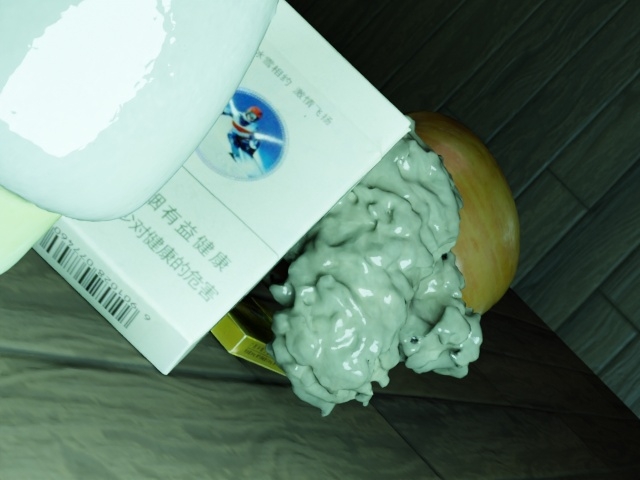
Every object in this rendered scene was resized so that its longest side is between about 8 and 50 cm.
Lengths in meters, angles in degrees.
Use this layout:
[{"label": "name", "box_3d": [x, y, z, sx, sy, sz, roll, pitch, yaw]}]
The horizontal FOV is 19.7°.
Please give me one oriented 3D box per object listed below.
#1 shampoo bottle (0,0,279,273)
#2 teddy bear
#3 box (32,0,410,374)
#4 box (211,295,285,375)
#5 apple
[{"label": "shampoo bottle", "box_3d": [-0.185, -0.160, 1.017, 0.322, 0.317, 0.322, 44, 5, -5]}, {"label": "teddy bear", "box_3d": [0.000, 0.000, 1.552, 0.357, 0.224, 0.367, 45, -8, 23]}, {"label": "box", "box_3d": [-0.078, -0.052, 1.294, 0.164, 0.256, 0.069, 44, -32, 0]}, {"label": "box", "box_3d": [-0.057, 0.073, 1.518, 0.089, 0.022, 0.156, 49, 9, 30]}, {"label": "apple", "box_3d": [0.103, -0.016, 2.108, 0.241, 0.242, 0.242, 63, 2, -18]}]
